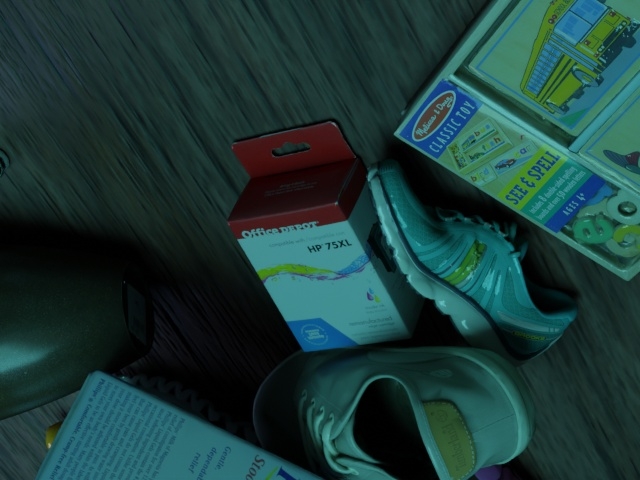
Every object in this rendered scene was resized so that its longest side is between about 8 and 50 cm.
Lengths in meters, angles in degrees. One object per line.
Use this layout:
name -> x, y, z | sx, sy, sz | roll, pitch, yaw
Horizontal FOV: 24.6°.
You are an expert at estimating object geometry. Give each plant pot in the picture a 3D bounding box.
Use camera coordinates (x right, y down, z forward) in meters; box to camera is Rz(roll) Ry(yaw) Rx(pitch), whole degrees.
plant pot -> -0.311, 0.094, 1.645 | 0.231, 0.215, 0.215 | -8, 128, 11

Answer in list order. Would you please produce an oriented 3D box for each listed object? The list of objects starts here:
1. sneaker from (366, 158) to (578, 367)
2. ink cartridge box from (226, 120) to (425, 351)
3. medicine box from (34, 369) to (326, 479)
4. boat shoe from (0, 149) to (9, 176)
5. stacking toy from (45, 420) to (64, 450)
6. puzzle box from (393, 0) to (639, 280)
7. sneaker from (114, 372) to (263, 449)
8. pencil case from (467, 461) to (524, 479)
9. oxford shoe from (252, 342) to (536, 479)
sneaker -> 0.146, 0.010, 1.447 | 0.110, 0.107, 0.275 | -36, 117, 21
ink cartridge box -> 0.000, 0.000, 1.493 | 0.134, 0.078, 0.231 | -10, 125, 30
medicine box -> -0.142, 0.274, 1.581 | 0.289, 0.149, 0.263 | 26, 169, -1
boat shoe -> -0.402, -0.074, 1.625 | 0.125, 0.038, 0.046 | -3, 129, 25
stacking toy -> -0.225, 0.325, 1.857 | 0.302, 0.175, 0.165 | 32, 135, 9
puzzle box -> 0.274, -0.156, 1.251 | 0.272, 0.052, 0.409 | 32, 135, -6
sneaker -> -0.157, 0.254, 1.770 | 0.292, 0.118, 0.110 | 21, 137, 5
pencil case -> 0.165, 0.257, 1.646 | 0.095, 0.098, 0.209 | -23, 118, 37
oxford shoe -> 0.037, 0.192, 1.542 | 0.449, 0.130, 0.169 | -12, 103, 57
